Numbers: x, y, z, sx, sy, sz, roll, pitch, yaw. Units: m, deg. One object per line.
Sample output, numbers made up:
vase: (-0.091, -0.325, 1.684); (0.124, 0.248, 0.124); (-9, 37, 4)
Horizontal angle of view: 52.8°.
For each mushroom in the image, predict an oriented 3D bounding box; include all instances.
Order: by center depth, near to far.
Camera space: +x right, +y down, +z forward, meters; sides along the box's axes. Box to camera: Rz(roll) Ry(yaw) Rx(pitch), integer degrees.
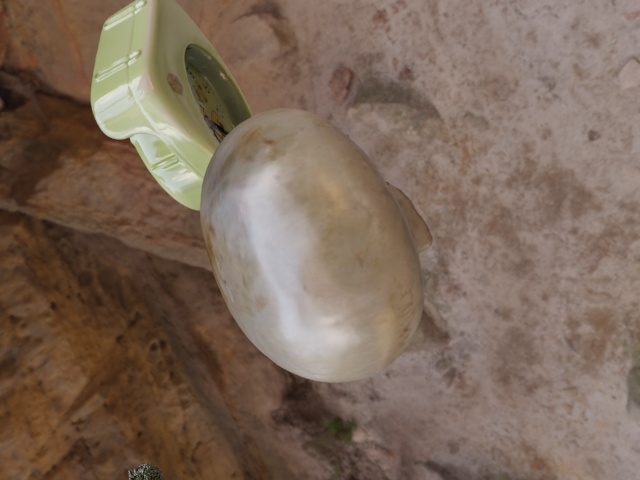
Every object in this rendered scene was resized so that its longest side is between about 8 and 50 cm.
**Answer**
mushroom: (0.000, 0.000, 0.523); (0.226, 0.178, 0.226); (45, 154, 29)

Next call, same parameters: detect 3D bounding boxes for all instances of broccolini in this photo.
broccolini: (-0.317, 0.554, 1.144); (0.392, 0.079, 0.073); (-116, 20, -59)

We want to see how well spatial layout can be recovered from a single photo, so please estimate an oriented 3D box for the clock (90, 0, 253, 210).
clock: (-0.151, -0.139, 0.818); (0.308, 0.096, 0.235); (51, -160, -44)
